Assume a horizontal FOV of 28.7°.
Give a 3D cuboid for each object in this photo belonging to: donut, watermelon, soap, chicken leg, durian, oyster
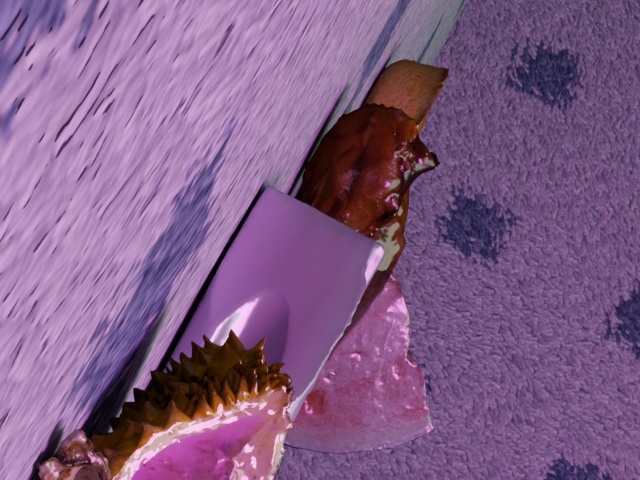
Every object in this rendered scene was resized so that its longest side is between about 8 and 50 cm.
[{"bbox_3d":[0.084,-0.139,1.616,0.217,0.085,0.141,-63,177,11],"label":"donut"},{"bbox_3d":[0.028,0.109,1.283,0.202,0.136,0.207,-36,-131,19],"label":"watermelon"},{"bbox_3d":[-0.075,0.135,1.035,0.347,0.115,0.208,-62,178,-2],"label":"soap"},{"bbox_3d":[0.000,0.000,1.244,0.304,0.113,0.093,-58,149,7],"label":"chicken leg"},{"bbox_3d":[-0.095,0.164,0.800,0.165,0.132,0.182,-79,-177,-59],"label":"durian"},{"bbox_3d":[-0.153,0.140,0.677,0.083,0.038,0.081,-33,141,-16],"label":"oyster"}]

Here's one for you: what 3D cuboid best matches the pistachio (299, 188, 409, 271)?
[{"bbox_3d":[0.039,-0.035,1.382,0.165,0.130,0.210,63,47,-83],"label":"pistachio"}]
